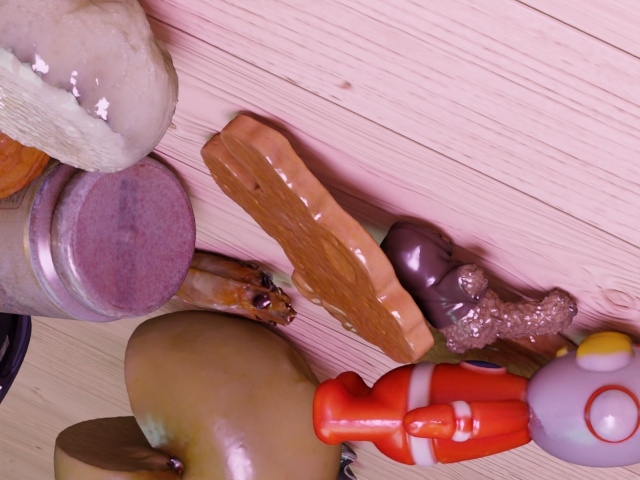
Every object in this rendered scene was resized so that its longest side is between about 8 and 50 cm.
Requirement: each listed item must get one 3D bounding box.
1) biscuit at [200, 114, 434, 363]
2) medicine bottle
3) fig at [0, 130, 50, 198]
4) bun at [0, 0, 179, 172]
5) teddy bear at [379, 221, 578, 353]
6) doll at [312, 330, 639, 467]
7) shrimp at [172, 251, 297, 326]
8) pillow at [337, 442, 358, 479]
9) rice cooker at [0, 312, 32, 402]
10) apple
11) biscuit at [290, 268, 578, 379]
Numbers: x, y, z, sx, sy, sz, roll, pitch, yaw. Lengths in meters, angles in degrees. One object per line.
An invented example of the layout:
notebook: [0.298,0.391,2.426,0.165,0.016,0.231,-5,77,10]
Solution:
biscuit: [0.001,0.000,1.413,0.236,0.040,0.144,46,167,-4]
medicine bottle: [-0.262,-0.009,1.629,0.322,0.151,0.151,3,150,48]
fig: [-0.240,-0.108,1.436,0.201,0.134,0.146,-13,171,30]
bun: [-0.184,-0.135,1.263,0.195,0.118,0.195,29,163,10]
teddy bear: [0.111,0.049,1.433,0.160,0.078,0.119,29,164,-14]
doll: [0.167,0.127,1.435,0.336,0.105,0.200,-2,179,12]
shrimp: [-0.081,0.056,1.724,0.133,0.053,0.236,41,159,-33]
pillow: [-0.002,0.261,2.155,0.091,0.055,0.136,-13,161,0]
rice cooker: [-0.453,0.092,1.988,0.267,0.267,0.224,24,158,4]
apple: [-0.120,0.214,1.833,0.292,0.292,0.254,19,-173,19]
biscuit: [0.107,0.083,1.584,0.288,0.044,0.202,26,161,-8]
